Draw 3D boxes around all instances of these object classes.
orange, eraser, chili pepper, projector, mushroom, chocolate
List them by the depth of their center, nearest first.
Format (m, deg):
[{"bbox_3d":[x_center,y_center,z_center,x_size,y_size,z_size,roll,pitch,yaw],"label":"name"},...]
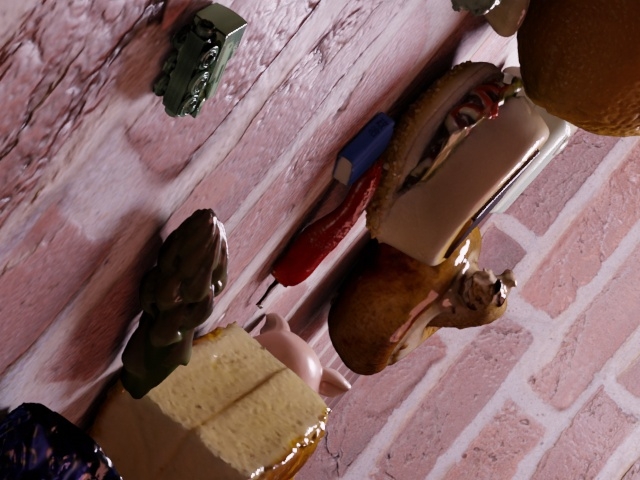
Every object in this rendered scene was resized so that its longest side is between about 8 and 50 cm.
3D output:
[{"bbox_3d":[-0.328,0.266,0.871,0.343,0.126,0.148,-42,126,-30],"label":"chocolate"},{"bbox_3d":[0.054,-0.113,1.340,0.084,0.027,0.063,-46,169,-23],"label":"eraser"},{"bbox_3d":[0.000,0.000,1.405,0.268,0.050,0.059,-46,151,17],"label":"chili pepper"},{"bbox_3d":[0.430,-0.309,1.463,0.357,0.322,0.322,-48,170,18],"label":"orange"},{"bbox_3d":[0.319,-0.170,1.839,0.242,0.163,0.177,-51,170,12],"label":"projector"},{"bbox_3d":[0.169,0.112,1.887,0.345,0.260,0.345,-48,167,-15],"label":"mushroom"}]

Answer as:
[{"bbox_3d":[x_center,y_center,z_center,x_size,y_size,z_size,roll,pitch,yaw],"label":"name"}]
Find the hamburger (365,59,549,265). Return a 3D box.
[{"bbox_3d":[0.179,-0.107,1.488,0.302,0.170,0.302,-47,171,-10],"label":"hamburger"}]

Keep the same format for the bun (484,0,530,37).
[{"bbox_3d":[0.234,-0.304,1.369,0.086,0.055,0.086,-165,-90,-89],"label":"bun"}]

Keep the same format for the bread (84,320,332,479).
[{"bbox_3d":[-0.158,0.275,1.279,0.279,0.207,0.279,-56,166,20],"label":"bread"}]

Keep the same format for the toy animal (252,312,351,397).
[{"bbox_3d":[-0.100,0.238,1.522,0.248,0.165,0.149,-46,174,6],"label":"toy animal"}]

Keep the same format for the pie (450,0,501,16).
[{"bbox_3d":[0.233,-0.371,1.132,0.302,0.067,0.302,-49,169,-13],"label":"pie"}]

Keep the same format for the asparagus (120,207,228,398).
[{"bbox_3d":[-0.136,0.058,1.032,0.080,0.080,0.287,-41,164,-39],"label":"asparagus"}]

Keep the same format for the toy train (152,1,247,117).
[{"bbox_3d":[-0.086,-0.124,0.759,0.053,0.033,0.083,-43,167,-48],"label":"toy train"}]
